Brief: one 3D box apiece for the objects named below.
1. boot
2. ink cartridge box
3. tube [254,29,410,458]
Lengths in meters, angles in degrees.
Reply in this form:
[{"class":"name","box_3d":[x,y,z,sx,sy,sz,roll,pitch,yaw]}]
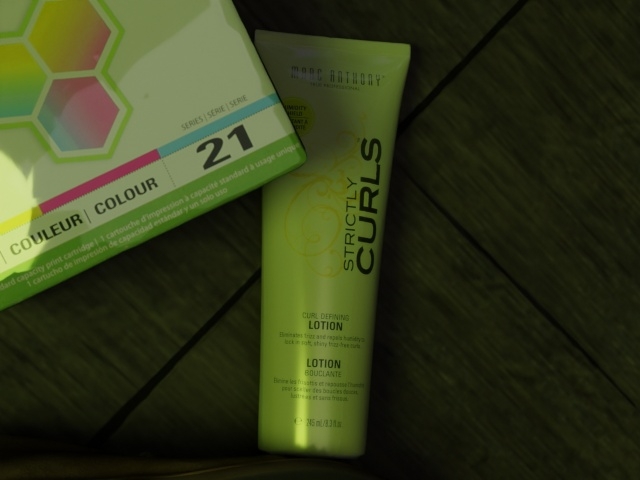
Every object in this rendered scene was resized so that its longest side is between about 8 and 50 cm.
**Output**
[{"class":"boot","box_3d":[-0.074,0.143,0.548,0.305,0.115,0.112,11,102,-34]},{"class":"ink cartridge box","box_3d":[-0.146,-0.113,0.515,0.188,0.097,0.255,-26,95,-2]},{"class":"tube","box_3d":[0.000,0.000,0.589,0.070,0.062,0.240,12,80,-49]}]
